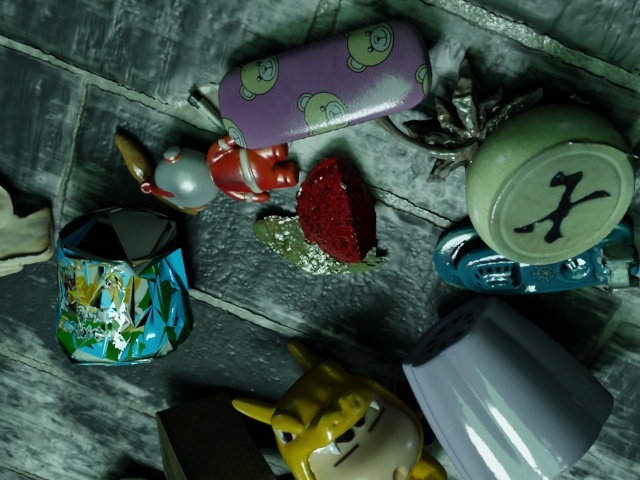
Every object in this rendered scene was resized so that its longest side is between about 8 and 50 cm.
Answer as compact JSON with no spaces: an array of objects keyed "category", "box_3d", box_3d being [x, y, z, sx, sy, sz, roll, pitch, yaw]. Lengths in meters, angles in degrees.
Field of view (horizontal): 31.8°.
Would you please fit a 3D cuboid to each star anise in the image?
[{"category":"star anise","box_3d":[0.198,-0.142,1.537,0.231,0.089,0.209,-14,114,13]}]

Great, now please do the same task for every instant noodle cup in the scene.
[{"category":"instant noodle cup","box_3d":[-0.316,0.063,1.781,0.240,0.240,0.178,7,120,12]}]

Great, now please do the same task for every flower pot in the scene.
[{"category":"flower pot","box_3d":[0.263,0.227,1.707,0.243,0.265,0.265,49,126,-5]}]

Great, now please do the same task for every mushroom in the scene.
[{"category":"mushroom","box_3d":[-0.570,-0.019,1.865,0.236,0.173,0.162,-10,86,-19]}]

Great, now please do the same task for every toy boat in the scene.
[{"category":"toy boat","box_3d":[0.307,0.034,1.639,0.299,0.092,0.134,-7,127,21]}]

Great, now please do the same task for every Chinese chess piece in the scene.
[{"category":"Chinese chess piece","box_3d":[0.307,-0.074,1.497,0.238,0.092,0.237,-9,131,-11]}]

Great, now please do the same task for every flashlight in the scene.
[{"category":"flashlight","box_3d":[-0.162,-0.186,1.661,0.018,0.018,0.083,-32,112,36]}]

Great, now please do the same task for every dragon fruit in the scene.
[{"category":"dragon fruit","box_3d":[0.023,-0.044,1.677,0.106,0.083,0.162,-13,96,36]}]

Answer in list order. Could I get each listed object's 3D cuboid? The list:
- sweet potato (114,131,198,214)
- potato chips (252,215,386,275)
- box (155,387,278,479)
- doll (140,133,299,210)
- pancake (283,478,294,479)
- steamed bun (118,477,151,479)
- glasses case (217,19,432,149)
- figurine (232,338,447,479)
[{"category":"sweet potato","box_3d":[-0.261,-0.097,1.750,0.044,0.044,0.179,-31,109,33]},{"category":"potato chips","box_3d":[0.000,0.000,1.751,0.209,0.026,0.142,27,127,-4]},{"category":"box","box_3d":[-0.176,0.418,1.951,0.143,0.273,0.184,-17,131,-19]},{"category":"doll","box_3d":[-0.158,-0.100,1.690,0.245,0.076,0.142,-8,133,18]},{"category":"pancake","box_3d":[-0.008,0.536,2.151,0.236,0.042,0.222,0,122,13]},{"category":"steamed bun","box_3d":[-0.337,0.606,2.218,0.268,0.207,0.280,34,98,3]},{"category":"glasses case","box_3d":[0.001,-0.209,1.541,0.316,0.076,0.123,-13,96,26]},{"category":"figurine","box_3d":[0.057,0.367,1.861,0.401,0.268,0.387,-21,120,35]}]
